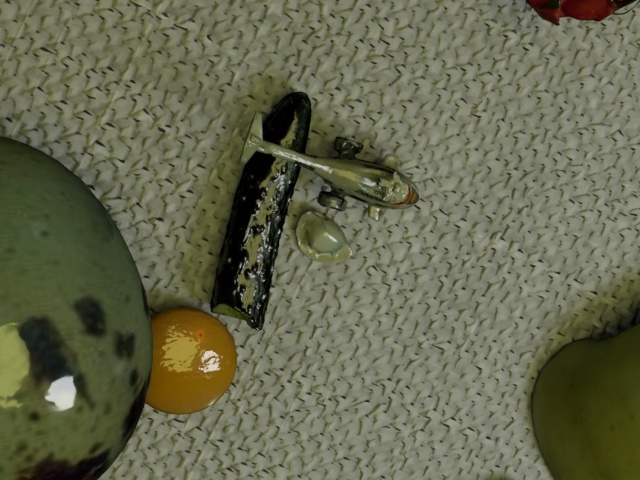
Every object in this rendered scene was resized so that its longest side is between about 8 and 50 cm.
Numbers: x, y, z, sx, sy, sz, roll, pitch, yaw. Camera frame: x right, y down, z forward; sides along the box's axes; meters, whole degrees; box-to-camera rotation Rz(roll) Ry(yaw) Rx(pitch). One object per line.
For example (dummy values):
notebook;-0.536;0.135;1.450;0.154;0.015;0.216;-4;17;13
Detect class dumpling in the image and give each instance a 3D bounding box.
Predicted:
dumpling;-0.001;-0.001;1.503;0.077;0.043;0.059;33;111;-30

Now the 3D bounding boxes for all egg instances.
egg;-0.365;0.097;1.300;0.345;0.345;0.428;-11;100;-8

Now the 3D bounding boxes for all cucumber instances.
cucumber;-0.073;-0.042;1.464;0.081;0.072;0.303;15;94;29

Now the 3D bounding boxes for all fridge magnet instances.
fridge magnet;-0.177;0.153;1.489;0.143;0.063;0.143;-3;103;-11

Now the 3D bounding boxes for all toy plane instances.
toy plane;0.016;-0.086;1.414;0.286;0.108;0.092;18;91;-33

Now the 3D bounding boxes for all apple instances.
apple;0.508;0.253;1.625;0.320;0.311;0.360;-21;108;41

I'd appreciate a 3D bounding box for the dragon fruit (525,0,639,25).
dragon fruit;0.340;-0.368;1.416;0.274;0.193;0.192;-15;75;-7
